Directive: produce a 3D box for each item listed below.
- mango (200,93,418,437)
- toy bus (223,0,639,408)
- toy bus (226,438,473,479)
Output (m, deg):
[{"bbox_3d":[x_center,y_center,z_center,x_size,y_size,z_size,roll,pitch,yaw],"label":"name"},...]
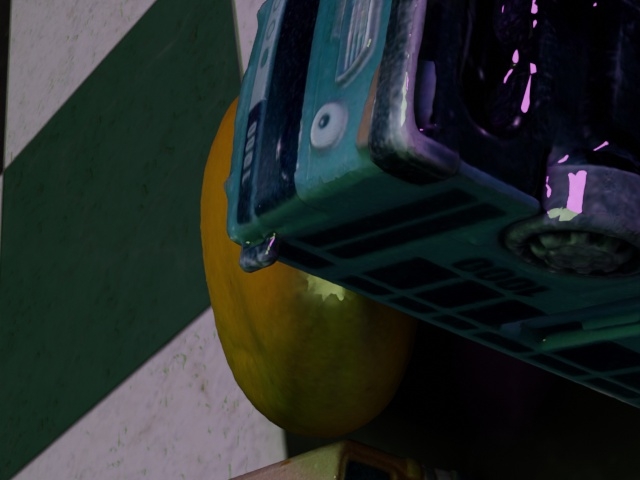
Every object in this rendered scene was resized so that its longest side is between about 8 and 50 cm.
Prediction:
[{"bbox_3d":[0.000,0.000,0.638,0.317,0.119,0.176,-104,20,-73],"label":"mango"},{"bbox_3d":[0.093,-0.024,0.466,0.147,0.256,0.128,-20,55,51],"label":"toy bus"},{"bbox_3d":[-0.019,0.164,0.638,0.182,0.103,0.091,-27,49,43],"label":"toy bus"}]
